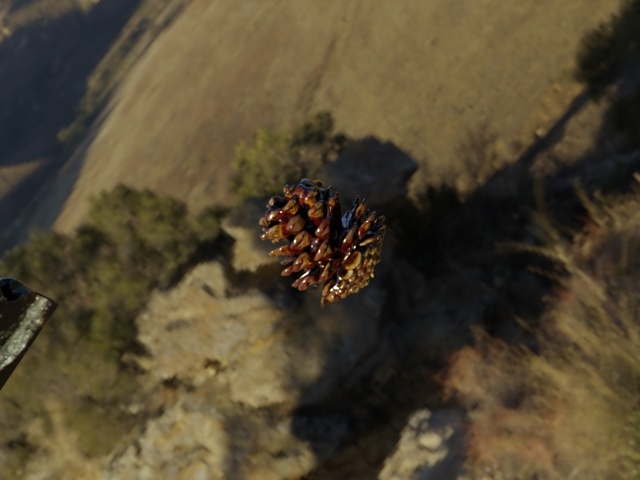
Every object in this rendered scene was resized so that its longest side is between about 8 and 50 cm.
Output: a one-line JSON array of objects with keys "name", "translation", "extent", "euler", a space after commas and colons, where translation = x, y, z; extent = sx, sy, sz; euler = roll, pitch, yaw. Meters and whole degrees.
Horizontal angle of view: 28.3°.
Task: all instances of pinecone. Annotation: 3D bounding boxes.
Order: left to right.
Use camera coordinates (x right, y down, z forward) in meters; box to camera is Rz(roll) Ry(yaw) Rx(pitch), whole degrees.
[{"name": "pinecone", "translation": [0.000, 0.000, 0.822], "extent": [0.077, 0.083, 0.077], "euler": [-62, 0, 0]}]

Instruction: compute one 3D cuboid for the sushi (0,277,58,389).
[{"name": "sushi", "translation": [-0.158, 0.015, 0.456], "extent": [0.084, 0.083, 0.056], "euler": [22, 75, 39]}]
